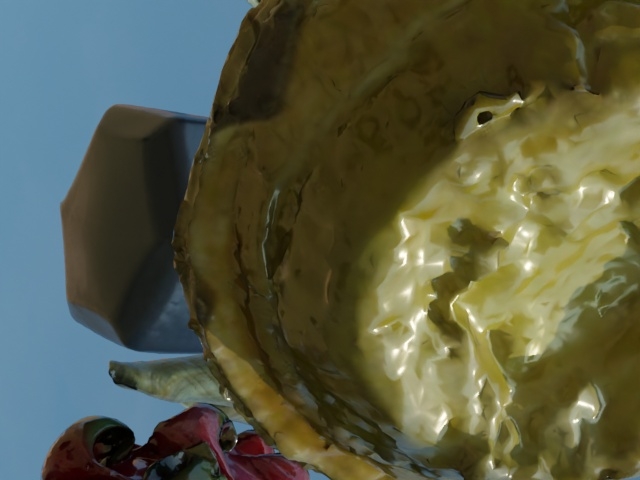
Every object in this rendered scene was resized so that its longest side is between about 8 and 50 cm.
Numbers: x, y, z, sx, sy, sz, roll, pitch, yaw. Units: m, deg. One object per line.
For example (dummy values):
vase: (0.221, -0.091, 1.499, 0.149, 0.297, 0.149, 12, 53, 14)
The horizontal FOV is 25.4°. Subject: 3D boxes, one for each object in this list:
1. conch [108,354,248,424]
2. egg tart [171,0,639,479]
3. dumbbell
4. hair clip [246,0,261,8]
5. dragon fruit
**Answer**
conch: (-0.025, 0.098, 1.043, 0.234, 0.137, 0.114, 16, -109, 3)
egg tart: (0.084, 0.000, 0.551, 0.290, 0.290, 0.115, -58, -164, 18)
dumbbell: (0.000, 0.000, 0.923, 0.160, 0.325, 0.144, -60, -136, 30)
hair clip: (-0.005, -0.294, 0.808, 0.091, 0.138, 0.321, 24, -69, 20)
dragon fruit: (-0.116, 0.195, 0.841, 0.218, 0.273, 0.198, -55, -145, 16)
